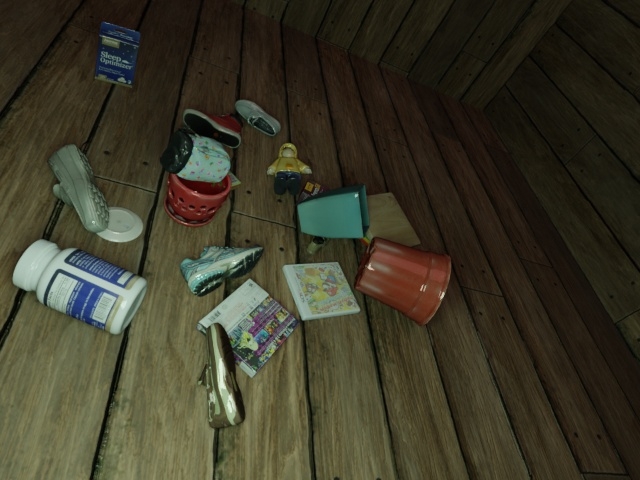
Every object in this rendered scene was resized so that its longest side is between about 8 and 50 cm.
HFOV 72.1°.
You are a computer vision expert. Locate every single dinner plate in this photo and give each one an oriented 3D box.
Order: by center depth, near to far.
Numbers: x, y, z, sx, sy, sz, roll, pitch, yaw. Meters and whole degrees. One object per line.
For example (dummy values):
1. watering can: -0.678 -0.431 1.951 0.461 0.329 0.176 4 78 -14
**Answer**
1. dinner plate: -0.605 -0.053 1.312 0.141 0.017 0.141 19 44 -19

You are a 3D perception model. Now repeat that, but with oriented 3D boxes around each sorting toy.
1. sorting toy: 0.245 -0.055 1.792 0.257 0.089 0.256 -13 69 -42

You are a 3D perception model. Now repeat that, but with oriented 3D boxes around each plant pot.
1. plant pot: -0.400 -0.149 1.416 0.191 0.174 0.191 18 43 -17
2. plant pot: 0.274 0.124 1.547 0.265 0.272 0.272 22 41 -2
3. plant pot: 0.045 -0.102 1.606 0.234 0.166 0.165 -3 17 15

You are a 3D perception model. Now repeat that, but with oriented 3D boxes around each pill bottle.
1. pill bottle: -0.577 0.109 1.067 0.264 0.153 0.153 27 41 -8

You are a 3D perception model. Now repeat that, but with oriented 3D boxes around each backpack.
1. backpack: -0.361 -0.244 1.308 0.182 0.152 0.115 3 54 -49

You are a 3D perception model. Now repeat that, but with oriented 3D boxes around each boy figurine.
1. boy figurine: -0.124 -0.294 1.785 0.177 0.092 0.285 2 42 -1

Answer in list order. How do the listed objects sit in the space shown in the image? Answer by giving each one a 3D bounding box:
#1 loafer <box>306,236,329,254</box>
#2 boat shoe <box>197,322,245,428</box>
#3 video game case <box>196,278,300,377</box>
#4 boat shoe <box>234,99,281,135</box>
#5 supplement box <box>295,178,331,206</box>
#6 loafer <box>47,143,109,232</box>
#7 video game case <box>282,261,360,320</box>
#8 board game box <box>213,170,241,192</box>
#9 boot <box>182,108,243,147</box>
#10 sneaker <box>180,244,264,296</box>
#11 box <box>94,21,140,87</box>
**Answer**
1. loafer: 0.000 0.000 1.629 0.056 0.050 0.148 36 41 2
2. boat shoe: -0.265 0.334 1.093 0.095 0.095 0.258 -20 61 1
3. video game case: -0.201 0.243 1.267 0.210 0.042 0.232 39 41 6
4. boat shoe: -0.283 -0.542 1.948 0.227 0.079 0.081 31 36 -9
5. supplement box: 0.008 -0.151 1.757 0.188 0.081 0.104 27 41 -8
6. loafer: -0.707 -0.141 1.276 0.111 0.112 0.319 -30 63 -7
7. video game case: 0.004 0.165 1.490 0.226 0.026 0.206 -1 52 -34
8. board game box: -0.424 -0.278 1.633 0.259 0.039 0.124 48 42 12
9. boot: -0.435 -0.491 1.798 0.244 0.088 0.176 23 41 -25
10. sneaker: -0.295 0.054 1.341 0.122 0.110 0.283 45 42 18
11. box: -0.771 -0.697 1.666 0.136 0.225 0.037 7 48 -28
